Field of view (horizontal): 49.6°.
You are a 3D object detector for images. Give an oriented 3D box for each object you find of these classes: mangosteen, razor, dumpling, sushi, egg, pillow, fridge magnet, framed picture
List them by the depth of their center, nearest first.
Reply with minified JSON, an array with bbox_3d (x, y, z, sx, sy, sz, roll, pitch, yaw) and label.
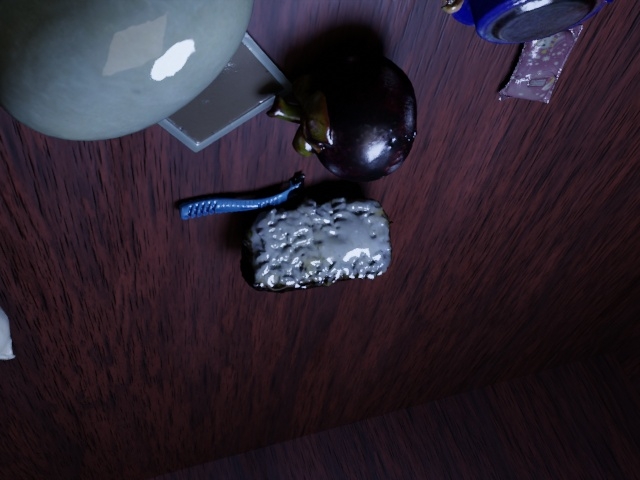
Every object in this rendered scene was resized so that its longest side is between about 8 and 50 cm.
[{"bbox_3d":[-0.239,-0.261,0.813,0.352,0.258,0.258,-30,148,8],"label":"egg"},{"bbox_3d":[0.331,-0.385,1.060,0.265,0.113,0.265,-9,174,-1],"label":"fridge magnet"},{"bbox_3d":[-0.192,-0.256,1.080,0.216,0.016,0.273,-29,148,14],"label":"framed picture"},{"bbox_3d":[0.035,-0.202,1.141,0.249,0.211,0.211,3,147,0],"label":"mangosteen"},{"bbox_3d":[0.410,-0.331,1.301,0.118,0.043,0.185,-5,143,-14],"label":"pillow"},{"bbox_3d":[-0.151,-0.078,1.359,0.253,0.042,0.082,-10,149,-16],"label":"razor"},{"bbox_3d":[-0.694,0.171,1.374,0.155,0.181,0.111,-1,-165,23],"label":"dumpling"},{"bbox_3d":[0.000,0.000,1.440,0.343,0.196,0.182,-10,-173,-10],"label":"sushi"}]

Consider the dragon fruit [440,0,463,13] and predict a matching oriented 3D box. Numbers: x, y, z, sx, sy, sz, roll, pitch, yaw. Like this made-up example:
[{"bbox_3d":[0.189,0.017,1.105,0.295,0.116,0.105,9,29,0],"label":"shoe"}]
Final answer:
[{"bbox_3d":[0.137,-0.404,0.874,0.282,0.211,0.147,-36,163,-8],"label":"dragon fruit"}]
